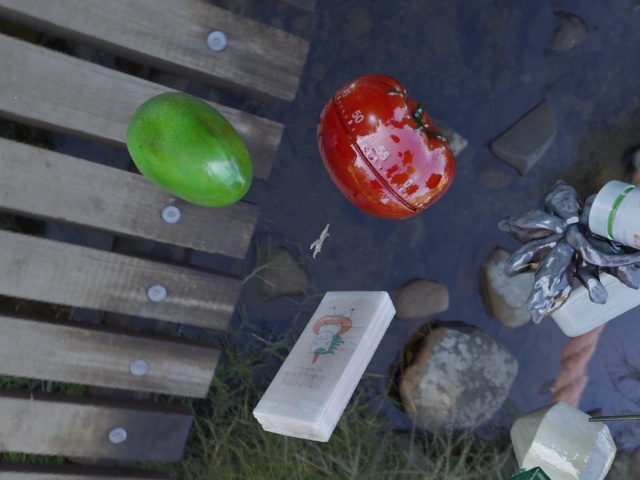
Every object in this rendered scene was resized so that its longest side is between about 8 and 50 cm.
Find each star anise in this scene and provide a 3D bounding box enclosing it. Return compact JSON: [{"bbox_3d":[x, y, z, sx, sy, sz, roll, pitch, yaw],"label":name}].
[{"bbox_3d":[0.445,-0.017,1.017,0.359,0.316,0.139,-53,140,-16],"label":"star anise"}]

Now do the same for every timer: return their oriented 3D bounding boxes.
[{"bbox_3d":[0.162,-0.234,1.569,0.279,0.377,0.378,-35,120,22],"label":"timer"}]

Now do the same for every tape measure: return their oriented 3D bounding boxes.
[{"bbox_3d":[0.692,0.118,1.517,0.258,0.265,0.130,-38,90,20],"label":"tape measure"}]

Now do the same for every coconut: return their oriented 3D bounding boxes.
[{"bbox_3d":[0.549,0.475,1.409,0.202,0.222,0.202,-35,137,-40],"label":"coconut"}]

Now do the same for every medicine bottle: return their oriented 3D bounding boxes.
[{"bbox_3d":[0.479,-0.018,0.845,0.086,0.183,0.086,-18,121,-33],"label":"medicine bottle"}]

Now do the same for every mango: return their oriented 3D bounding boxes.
[{"bbox_3d":[-0.273,-0.191,1.291,0.201,0.382,0.225,-21,124,-34],"label":"mango"}]

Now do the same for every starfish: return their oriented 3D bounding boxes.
[{"bbox_3d":[0.000,0.000,1.555,0.092,0.016,0.086,-31,141,-58],"label":"starfish"}]

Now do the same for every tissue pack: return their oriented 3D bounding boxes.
[{"bbox_3d":[0.013,0.237,1.221,0.325,0.170,0.071,-55,128,-36],"label":"tissue pack"}]

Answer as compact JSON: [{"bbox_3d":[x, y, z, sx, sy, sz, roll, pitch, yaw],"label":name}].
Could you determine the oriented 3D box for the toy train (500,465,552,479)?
[{"bbox_3d":[0.217,0.393,0.762,0.270,0.154,0.115,-24,103,-2],"label":"toy train"}]

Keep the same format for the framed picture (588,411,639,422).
[{"bbox_3d":[0.576,0.276,0.978,0.232,0.173,0.010,3,73,-27],"label":"framed picture"}]
